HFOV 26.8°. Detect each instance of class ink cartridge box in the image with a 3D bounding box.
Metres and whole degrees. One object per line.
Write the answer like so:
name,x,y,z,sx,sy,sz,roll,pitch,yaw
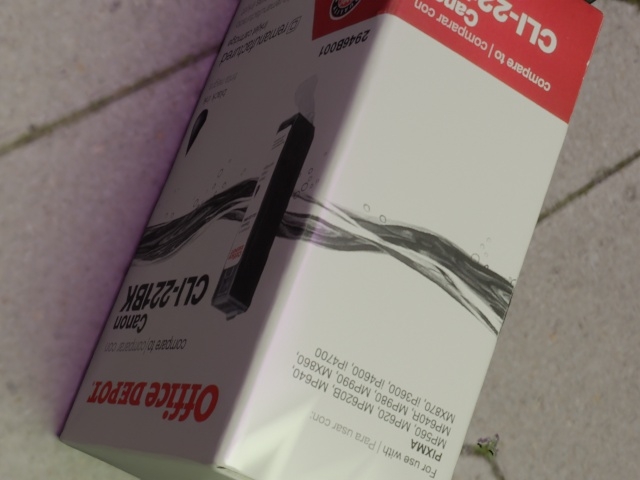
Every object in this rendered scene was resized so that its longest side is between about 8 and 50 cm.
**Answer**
ink cartridge box,0.000,0.000,0.656,0.114,0.197,0.273,27,73,-25

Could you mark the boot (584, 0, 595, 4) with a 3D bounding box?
boot,0.107,-0.244,0.715,0.118,0.338,0.223,-34,84,6
